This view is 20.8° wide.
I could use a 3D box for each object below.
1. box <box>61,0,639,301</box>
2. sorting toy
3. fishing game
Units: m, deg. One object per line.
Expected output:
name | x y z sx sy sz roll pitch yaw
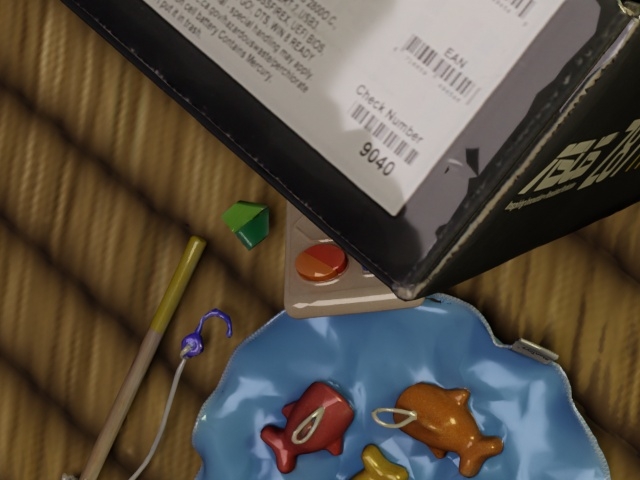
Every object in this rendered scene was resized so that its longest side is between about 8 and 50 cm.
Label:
box | -0.047 -0.154 0.553 0.395 0.318 0.097 41 105 13
sorting toy | 0.000 0.000 0.696 0.083 0.012 0.062 -6 66 13
fishing game | 0.027 0.110 0.699 0.264 0.041 0.189 34 107 13
